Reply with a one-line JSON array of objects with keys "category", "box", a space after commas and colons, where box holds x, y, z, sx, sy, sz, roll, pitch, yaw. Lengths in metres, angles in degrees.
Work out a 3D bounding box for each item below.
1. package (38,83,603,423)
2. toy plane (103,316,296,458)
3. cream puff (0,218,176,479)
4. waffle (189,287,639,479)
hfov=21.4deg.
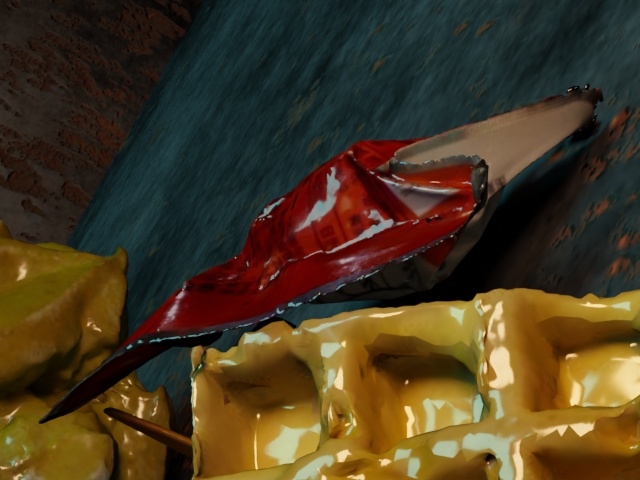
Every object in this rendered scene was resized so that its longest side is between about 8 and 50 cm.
[{"category": "package", "box": [0.000, 0.000, 0.784, 0.269, 0.071, 0.194, -20, 3, 40]}, {"category": "toy plane", "box": [-0.012, 0.118, 0.701, 0.316, 0.103, 0.204, -8, 54, 65]}, {"category": "cream puff", "box": [-0.212, 0.145, 1.093, 0.291, 0.257, 0.324, 66, -172, -66]}, {"category": "waffle", "box": [0.075, 0.083, 0.337, 0.210, 0.055, 0.160, -10, 60, 19]}]
